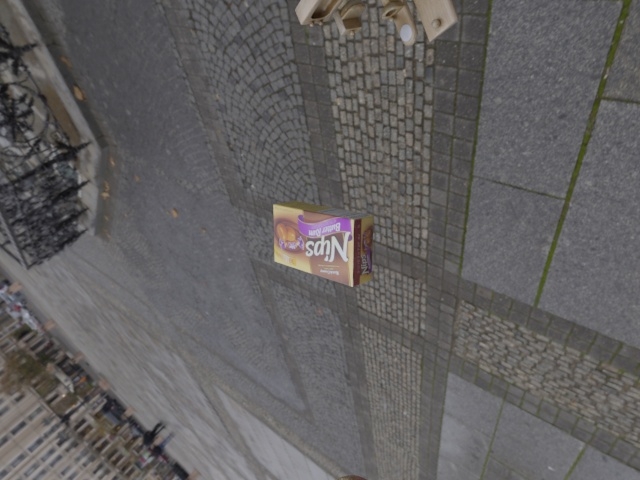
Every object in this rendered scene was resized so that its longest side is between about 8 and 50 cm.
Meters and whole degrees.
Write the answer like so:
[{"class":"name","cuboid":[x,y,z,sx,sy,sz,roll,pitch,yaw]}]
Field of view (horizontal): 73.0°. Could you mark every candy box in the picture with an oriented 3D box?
[{"class":"candy box","cuboid":[0.000,0.000,0.723,0.187,0.053,0.109,15,111,43]}]

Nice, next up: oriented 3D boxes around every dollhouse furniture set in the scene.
[{"class":"dollhouse furniture set","cuboid":[0.076,-0.324,0.620,0.144,0.151,0.123,-18,94,63]}]

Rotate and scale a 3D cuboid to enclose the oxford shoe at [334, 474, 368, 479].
[{"class":"oxford shoe","cuboid":[0.033,0.341,0.271,0.147,0.397,0.140,21,113,-25]}]
